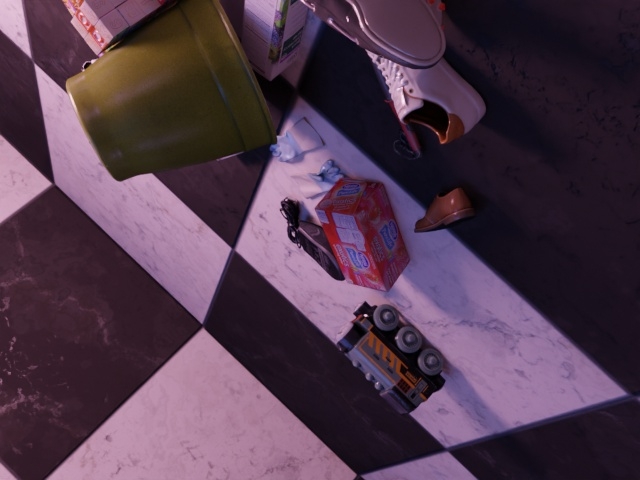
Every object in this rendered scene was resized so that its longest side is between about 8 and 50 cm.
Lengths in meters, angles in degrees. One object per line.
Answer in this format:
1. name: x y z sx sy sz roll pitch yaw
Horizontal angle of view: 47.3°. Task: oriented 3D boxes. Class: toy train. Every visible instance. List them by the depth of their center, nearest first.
1. toy train: 0.195 0.326 2.040 0.334 0.190 0.142 45 153 0

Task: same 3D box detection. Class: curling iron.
1. curling iron: 0.138 -0.271 1.436 0.068 0.035 0.274 13 140 47

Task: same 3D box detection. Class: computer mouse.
1. computer mouse: 0.000 0.000 2.001 0.272 0.072 0.188 44 159 31

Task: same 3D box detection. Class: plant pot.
1. plant pot: -0.329 -0.302 1.563 0.366 0.353 0.366 64 175 10

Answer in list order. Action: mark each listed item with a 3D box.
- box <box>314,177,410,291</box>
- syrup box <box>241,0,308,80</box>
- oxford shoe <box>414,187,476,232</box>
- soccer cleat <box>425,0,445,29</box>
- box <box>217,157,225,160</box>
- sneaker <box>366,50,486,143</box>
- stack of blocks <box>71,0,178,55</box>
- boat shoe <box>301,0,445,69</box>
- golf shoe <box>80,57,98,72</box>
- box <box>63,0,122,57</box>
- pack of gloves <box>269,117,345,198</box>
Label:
1. box: 0.105 -0.012 1.749 0.128 0.122 0.256 12 139 39
2. syrup box: -0.091 -0.440 1.458 0.096 0.093 0.237 39 153 11
3. oxford shoe: 0.258 -0.062 1.552 0.212 0.076 0.076 -32 72 66
4. soccer cleat: 0.149 -0.411 1.193 0.076 0.068 0.196 20 137 50
5. box: -0.259 -0.312 1.927 0.183 0.056 0.231 53 153 -18
6. sneaker: 0.153 -0.290 1.293 0.290 0.123 0.106 43 156 7
7. stack of blocks: -0.349 -0.513 1.495 0.087 0.297 0.171 53 154 -15
8. boat shoe: 0.068 -0.378 1.181 0.335 0.112 0.095 42 170 15
9. golf shoe: -0.710 -0.512 2.286 0.198 0.077 0.093 -10 110 51
10. box: -0.588 -0.587 2.004 0.201 0.057 0.293 11 138 50
11. pack of gloves: -0.047 -0.187 1.815 0.195 0.046 0.232 51 153 -14
